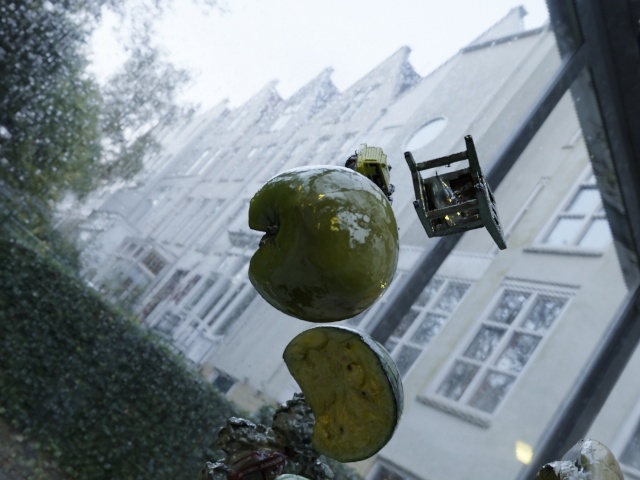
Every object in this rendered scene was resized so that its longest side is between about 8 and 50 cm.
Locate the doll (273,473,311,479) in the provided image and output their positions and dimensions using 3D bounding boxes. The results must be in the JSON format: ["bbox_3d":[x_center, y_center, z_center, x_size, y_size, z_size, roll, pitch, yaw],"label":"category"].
[{"bbox_3d":[-0.118,0.551,1.283,0.268,0.284,0.216,27,-20,-5],"label":"doll"}]

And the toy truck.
[{"bbox_3d":[0.114,-0.073,1.554,0.111,0.136,0.286,-3,-51,14],"label":"toy truck"}]

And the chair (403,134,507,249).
[{"bbox_3d":[0.273,-0.075,1.433,0.147,0.136,0.270,-15,-30,16],"label":"chair"}]

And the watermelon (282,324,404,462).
[{"bbox_3d":[0.077,0.345,1.715,0.330,0.331,0.189,32,24,21],"label":"watermelon"}]

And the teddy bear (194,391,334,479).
[{"bbox_3d":[-0.111,0.583,1.943,0.357,0.368,0.224,32,1,-6],"label":"teddy bear"}]

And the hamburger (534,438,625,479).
[{"bbox_3d":[0.406,0.453,1.065,0.134,0.285,0.266,1,-44,-4],"label":"hamburger"}]

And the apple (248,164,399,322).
[{"bbox_3d":[0.013,0.007,1.302,0.257,0.295,0.233,11,-4,-44],"label":"apple"}]
